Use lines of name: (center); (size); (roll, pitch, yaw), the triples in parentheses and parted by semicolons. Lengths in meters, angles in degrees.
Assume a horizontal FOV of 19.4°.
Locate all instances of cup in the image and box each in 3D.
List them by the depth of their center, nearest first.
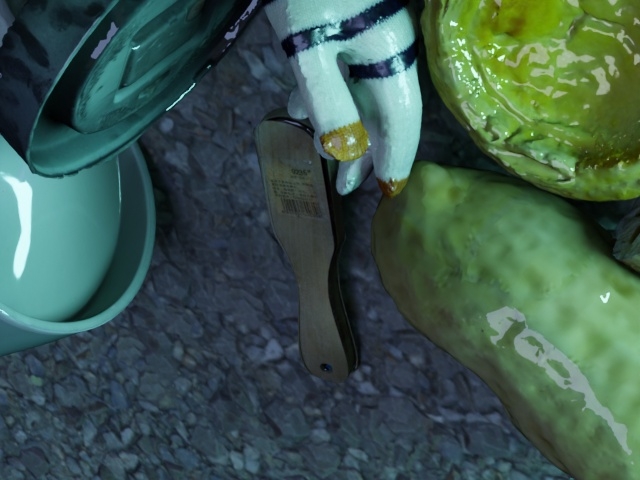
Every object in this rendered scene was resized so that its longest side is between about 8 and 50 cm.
cup: (-0.374, -0.013, 1.733); (0.274, 0.357, 0.259); (-21, 73, 44)

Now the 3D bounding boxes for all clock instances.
clock: (-0.136, -0.181, 1.481); (0.061, 0.312, 0.312); (44, 134, 9)

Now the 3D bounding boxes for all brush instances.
brush: (0.000, 0.000, 1.690); (0.070, 0.065, 0.327); (11, 135, 21)

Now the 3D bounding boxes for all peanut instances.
peanut: (0.199, 0.077, 1.529); (0.387, 0.169, 0.192); (44, 164, 8)

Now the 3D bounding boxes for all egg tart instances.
egg tart: (0.200, -0.163, 1.413); (0.279, 0.095, 0.278); (16, 122, 26)

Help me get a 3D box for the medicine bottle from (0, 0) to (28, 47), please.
medicine bottle: (-0.371, -0.244, 1.647); (0.332, 0.190, 0.190); (-2, 119, 24)

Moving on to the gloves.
gloves: (0.030, -0.143, 1.489); (0.131, 0.140, 0.218); (-30, 101, -3)

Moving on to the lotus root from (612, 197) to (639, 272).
lotus root: (0.289, -0.013, 1.437); (0.081, 0.112, 0.122); (44, 133, -8)
